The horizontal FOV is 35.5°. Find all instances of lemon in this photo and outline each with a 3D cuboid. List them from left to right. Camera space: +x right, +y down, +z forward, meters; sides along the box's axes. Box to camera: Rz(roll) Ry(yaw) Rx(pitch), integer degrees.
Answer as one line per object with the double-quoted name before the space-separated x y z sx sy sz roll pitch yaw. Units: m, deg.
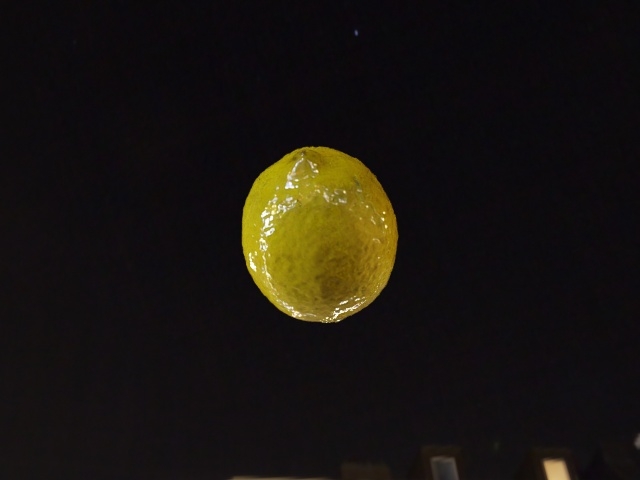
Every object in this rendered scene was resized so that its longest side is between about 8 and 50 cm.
"lemon" 0.000 0.000 0.390 0.062 0.062 0.083 -9 -51 3
